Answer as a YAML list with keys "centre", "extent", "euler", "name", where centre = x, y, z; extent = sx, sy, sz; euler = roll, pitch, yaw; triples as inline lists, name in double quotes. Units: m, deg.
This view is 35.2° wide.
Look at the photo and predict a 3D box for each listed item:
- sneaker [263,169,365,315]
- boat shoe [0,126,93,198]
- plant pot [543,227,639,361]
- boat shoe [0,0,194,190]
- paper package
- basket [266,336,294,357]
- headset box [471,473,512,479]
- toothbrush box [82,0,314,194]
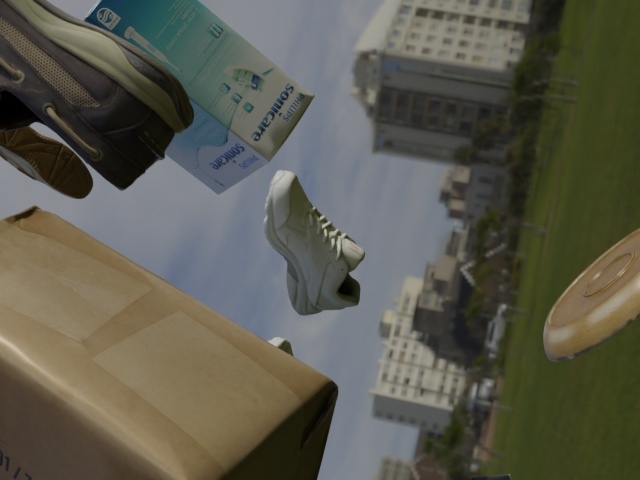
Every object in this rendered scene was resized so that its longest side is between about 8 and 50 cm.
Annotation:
- centre: [0.000, 0.000, 1.349]
  extent: [0.090, 0.115, 0.232]
  euler: [-69, -32, -46]
  name: "sneaker"
- centre: [-0.397, -0.117, 1.417]
  extent: [0.063, 0.170, 0.059]
  euler: [-57, 19, -20]
  name: "boat shoe"
- centre: [0.343, 0.048, 1.172]
  extent: [0.236, 0.032, 0.236]
  euler: [-43, 0, 0]
  name: "plant pot"
- centre: [-0.290, -0.165, 0.924]
  extent: [0.130, 0.355, 0.132]
  euler: [-59, -13, -9]
  name: "boat shoe"
- centre: [-0.180, 0.186, 0.841]
  extent: [0.168, 0.325, 0.309]
  euler: [-33, -37, -48]
  name: "paper package"
- centre: [-0.103, 0.200, 1.224]
  extent: [0.167, 0.103, 0.113]
  euler: [-38, -61, -60]
  name: "basket"
- centre: [0.270, 0.478, 1.419]
  extent: [0.110, 0.218, 0.293]
  euler: [-7, -100, -42]
  name: "headset box"
- centre: [-0.189, -0.214, 1.377]
  extent: [0.126, 0.295, 0.216]
  euler: [-57, 14, -22]
  name: "toothbrush box"
